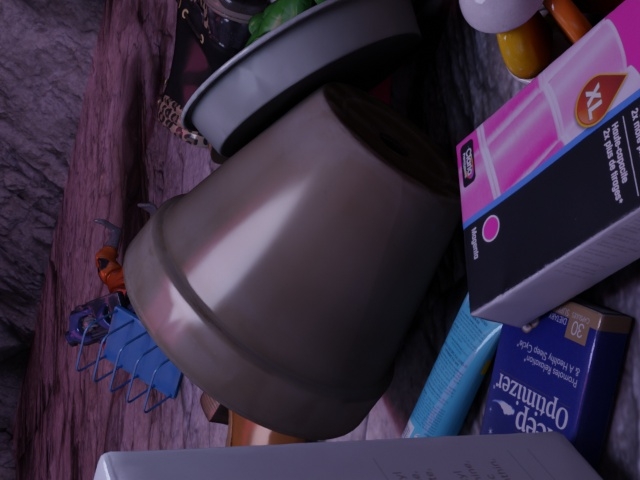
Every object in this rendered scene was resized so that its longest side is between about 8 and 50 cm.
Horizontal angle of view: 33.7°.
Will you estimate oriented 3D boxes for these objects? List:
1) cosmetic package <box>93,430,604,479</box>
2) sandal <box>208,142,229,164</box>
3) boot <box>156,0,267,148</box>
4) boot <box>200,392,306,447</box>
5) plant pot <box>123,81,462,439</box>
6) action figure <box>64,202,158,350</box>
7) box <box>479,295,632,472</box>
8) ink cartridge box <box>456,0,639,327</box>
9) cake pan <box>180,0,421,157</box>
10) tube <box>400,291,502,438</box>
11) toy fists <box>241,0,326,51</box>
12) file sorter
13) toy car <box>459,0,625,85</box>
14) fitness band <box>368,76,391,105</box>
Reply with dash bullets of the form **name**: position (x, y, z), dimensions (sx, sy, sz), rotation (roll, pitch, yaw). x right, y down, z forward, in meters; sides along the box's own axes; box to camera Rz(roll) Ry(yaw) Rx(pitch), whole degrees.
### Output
- **cosmetic package**: position (0.045, 0.356, 0.698), dimensions (0.327, 0.393, 0.329), rotation (53, 131, 48)
- **sandal**: position (-0.142, -0.229, 1.728), dimensions (0.240, 0.088, 0.079), rotation (118, 143, -50)
- **boot**: position (-0.219, -0.356, 1.896), dimensions (0.377, 0.138, 0.284), rotation (51, 129, 52)
- **boot**: position (-0.034, 0.206, 1.362), dimensions (0.220, 0.109, 0.283), rotation (-55, 40, 17)
- **plant pot**: position (0.000, 0.000, 1.118), dimensions (0.280, 0.323, 0.323), rotation (-51, 35, 23)
- **action figure**: position (-0.337, 0.099, 2.074), dimensions (0.341, 0.178, 0.330), rotation (-10, 78, 35)
- **box**: position (0.191, 0.157, 0.911), dimensions (0.136, 0.036, 0.225), rotation (-155, 72, -66)
- **ink cartridge box**: position (0.235, -0.081, 0.807), dimensions (0.371, 0.069, 0.176), rotation (-40, 43, 50)
- **cake pan**: position (-0.011, -0.177, 1.146), dimensions (0.054, 0.293, 0.293), rotation (60, 149, 5)
- **tube**: position (0.129, 0.147, 1.047), dimensions (0.080, 0.052, 0.207), rotation (48, 121, 55)
- **toy fists**: position (0.006, -0.293, 1.301), dimensions (0.279, 0.096, 0.142), rotation (-29, 22, 41)
- **file sorter**: position (-0.348, 0.222, 1.939), dimensions (0.170, 0.104, 0.118), rotation (27, 117, 17)
- **toy car**: position (0.199, -0.231, 0.903), dimensions (0.136, 0.159, 0.182), rotation (-14, 65, 28)
- **fitness band**: position (0.020, -0.146, 1.373), dimensions (0.209, 0.054, 0.291), rotation (170, 107, -66)
